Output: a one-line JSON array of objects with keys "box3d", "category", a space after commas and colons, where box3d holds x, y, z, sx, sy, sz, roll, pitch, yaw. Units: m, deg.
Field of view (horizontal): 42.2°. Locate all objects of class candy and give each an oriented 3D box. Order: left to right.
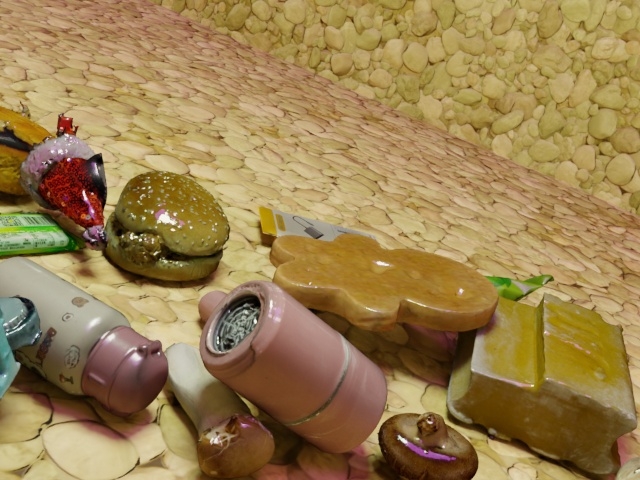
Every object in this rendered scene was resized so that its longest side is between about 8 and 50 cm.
[{"box3d": [-0.441, -0.009, 1.210, 0.178, 0.032, 0.102, -4, 35, -49], "category": "candy"}, {"box3d": [0.287, 0.102, 1.480, 0.246, 0.149, 0.069, 4, 68, -31], "category": "candy"}]

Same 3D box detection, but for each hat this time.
[{"box3d": [-0.359, -0.068, 1.240, 0.129, 0.140, 0.227, 24, 19, -49], "category": "hat"}]

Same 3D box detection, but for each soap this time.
[{"box3d": [0.331, 0.198, 1.252, 0.259, 0.143, 0.281, 18, 26, 6], "category": "soap"}]

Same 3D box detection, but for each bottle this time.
[{"box3d": [-0.282, 0.114, 0.951, 0.233, 0.110, 0.110, 27, 23, 16], "category": "bottle"}]

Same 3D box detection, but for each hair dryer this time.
[{"box3d": [-0.090, 0.121, 1.048, 0.210, 0.125, 0.352, 42, -11, -33], "category": "hair dryer"}]

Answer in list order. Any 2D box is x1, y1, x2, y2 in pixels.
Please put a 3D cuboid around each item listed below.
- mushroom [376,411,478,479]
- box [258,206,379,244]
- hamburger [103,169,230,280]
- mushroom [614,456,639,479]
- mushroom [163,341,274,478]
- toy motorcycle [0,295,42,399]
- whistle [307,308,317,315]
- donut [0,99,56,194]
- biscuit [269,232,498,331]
[{"box3d": [0.130, 0.255, 1.007, 0.126, 0.085, 0.109, 24, -13, 17], "category": "mushroom"}, {"box3d": [0.000, 0.000, 1.566, 0.247, 0.033, 0.129, 14, 23, -14], "category": "box"}, {"box3d": [-0.236, -0.022, 1.296, 0.189, 0.122, 0.215, 17, 24, -13], "category": "hamburger"}, {"box3d": [0.447, 0.334, 1.032, 0.166, 0.127, 0.166, 12, 19, -4], "category": "mushroom"}, {"box3d": [-0.129, 0.192, 0.959, 0.084, 0.071, 0.209, -27, 36, -16], "category": "mushroom"}, {"box3d": [-0.390, 0.131, 0.794, 0.206, 0.154, 0.260, -4, 27, 3], "category": "toy motorcycle"}, {"box3d": [-0.027, 0.072, 1.338, 0.067, 0.057, 0.326, 19, 21, -1], "category": "whistle"}, {"box3d": [-0.541, -0.169, 1.338, 0.253, 0.118, 0.253, 31, 9, -5], "category": "donut"}, {"box3d": [0.096, 0.067, 1.270, 0.354, 0.052, 0.275, 8, 24, -12], "category": "biscuit"}]
